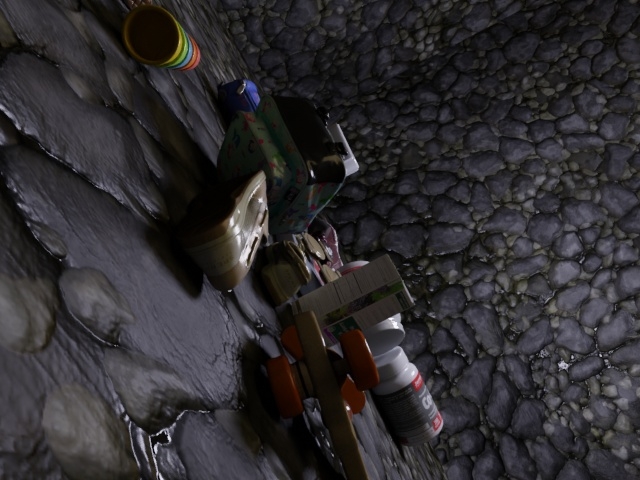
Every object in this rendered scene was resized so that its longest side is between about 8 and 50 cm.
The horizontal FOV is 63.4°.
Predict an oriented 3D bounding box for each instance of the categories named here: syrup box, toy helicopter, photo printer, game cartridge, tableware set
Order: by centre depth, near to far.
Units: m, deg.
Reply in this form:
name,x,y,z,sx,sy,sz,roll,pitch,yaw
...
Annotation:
name,x,y,z,sx,sy,sz,roll,pitch,yaw
toy helicopter,0.021,0.272,0.815,0.235,0.140,0.354,-130,-158,-73
syrup box,0.067,0.135,1.103,0.093,0.237,0.096,58,6,-44
tableware set,-0.002,0.064,1.339,0.128,0.039,0.194,31,25,-57
game cartridge,-0.057,0.040,1.399,0.196,0.060,0.294,57,7,-24
photo printer,-0.017,-0.339,2.216,0.107,0.308,0.256,55,13,-52

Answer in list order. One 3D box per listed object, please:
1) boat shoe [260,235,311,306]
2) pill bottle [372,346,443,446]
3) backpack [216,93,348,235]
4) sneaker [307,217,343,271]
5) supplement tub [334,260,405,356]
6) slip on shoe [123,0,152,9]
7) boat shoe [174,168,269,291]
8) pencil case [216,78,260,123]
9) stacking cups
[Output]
name,x,y,z,sx,sy,sz,roll,pitch,yaw
boat shoe,-0.059,0.056,1.080,0.104,0.089,0.285,62,5,-14
pill bottle,0.264,0.497,1.670,0.283,0.161,0.161,63,5,-6
backpack,-0.090,-0.127,1.012,0.225,0.191,0.253,64,-35,23
sneaker,0.000,0.000,1.868,0.162,0.106,0.281,51,14,-53
supplement tub,0.143,0.220,1.685,0.191,0.191,0.272,56,9,-53
slip on shoe,-0.368,-0.484,0.973,0.041,0.051,0.135,53,7,23
boat shoe,-0.128,-0.026,0.769,0.302,0.109,0.098,-88,157,-68
pencil case,-0.191,-0.324,1.465,0.306,0.119,0.133,65,-24,22
stacking cups,-0.290,-0.375,0.989,0.096,0.096,0.316,62,3,-17
